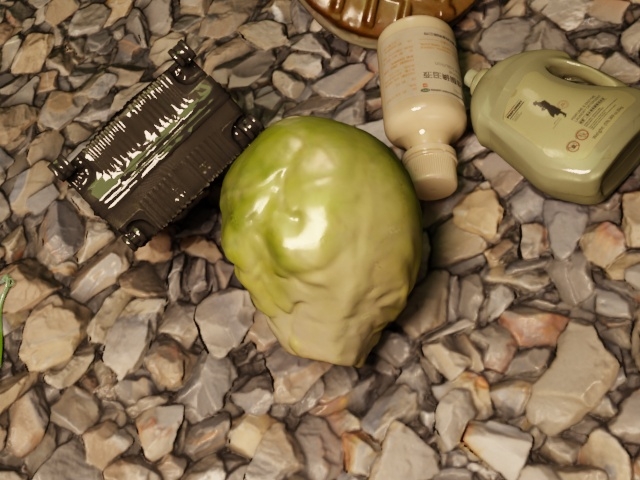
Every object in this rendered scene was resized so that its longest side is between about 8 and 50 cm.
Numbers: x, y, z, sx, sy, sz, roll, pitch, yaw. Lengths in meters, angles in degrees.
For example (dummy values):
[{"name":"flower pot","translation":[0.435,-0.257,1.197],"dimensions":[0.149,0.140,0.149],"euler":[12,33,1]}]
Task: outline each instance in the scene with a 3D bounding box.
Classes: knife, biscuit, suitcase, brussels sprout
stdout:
[{"name":"knife","translation":[-0.496,0.130,1.366],"dimensions":[0.078,0.022,0.166],"euler":[-26,55,15]},{"name":"biscuit","translation":[0.099,-0.440,1.301],"dimensions":[0.332,0.103,0.332],"euler":[0,91,-1]},{"name":"suitcase","translation":[-0.224,-0.124,1.212],"dimensions":[0.229,0.152,0.335],"euler":[-44,13,-6]},{"name":"brussels sprout","translation":[0.000,-0.010,1.087],"dimensions":[0.242,0.274,0.317],"euler":[0,63,-1]}]

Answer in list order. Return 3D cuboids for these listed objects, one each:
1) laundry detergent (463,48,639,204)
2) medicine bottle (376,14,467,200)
[{"name":"laundry detergent","translation":[0.292,-0.164,1.160],"dimensions":[0.181,0.091,0.253],"euler":[-47,56,-8]},{"name":"medicine bottle","translation":[0.139,-0.177,1.215],"dimensions":[0.114,0.114,0.252],"euler":[-11,62,17]}]
